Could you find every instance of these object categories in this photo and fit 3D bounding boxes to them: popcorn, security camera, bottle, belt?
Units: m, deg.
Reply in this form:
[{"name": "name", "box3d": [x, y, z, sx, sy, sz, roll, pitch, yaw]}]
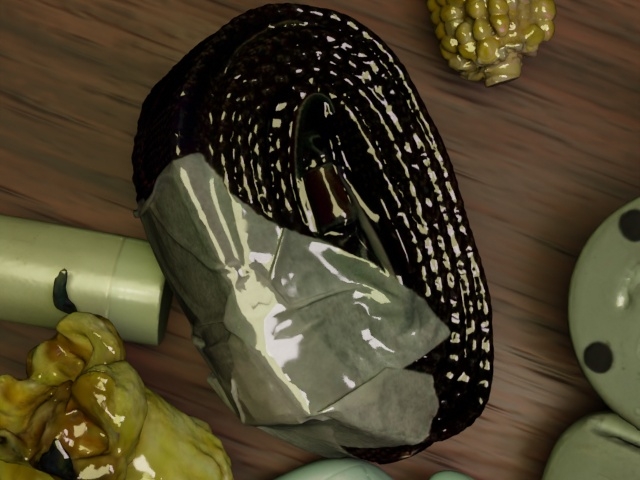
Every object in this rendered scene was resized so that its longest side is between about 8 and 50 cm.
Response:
[{"name": "popcorn", "box3d": [-0.148, 0.147, 0.849, 0.168, 0.174, 0.195, -11, 125, 28]}, {"name": "security camera", "box3d": [0.222, 0.114, 0.855, 0.157, 0.080, 0.302, 19, 105, 36]}, {"name": "bottle", "box3d": [-0.200, 0.020, 0.907, 0.201, 0.072, 0.072, 10, 88, 1]}, {"name": "belt", "box3d": [0.000, 0.000, 0.844, 0.184, 0.164, 0.289, -23, 90, -27]}]

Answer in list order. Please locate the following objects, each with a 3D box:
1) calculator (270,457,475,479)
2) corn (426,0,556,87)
[{"name": "calculator", "box3d": [-0.013, 0.242, 0.875, 0.295, 0.042, 0.184, -31, 58, 4]}, {"name": "corn", "box3d": [0.101, -0.244, 0.911, 0.086, 0.086, 0.288, -8, 86, 0]}]
